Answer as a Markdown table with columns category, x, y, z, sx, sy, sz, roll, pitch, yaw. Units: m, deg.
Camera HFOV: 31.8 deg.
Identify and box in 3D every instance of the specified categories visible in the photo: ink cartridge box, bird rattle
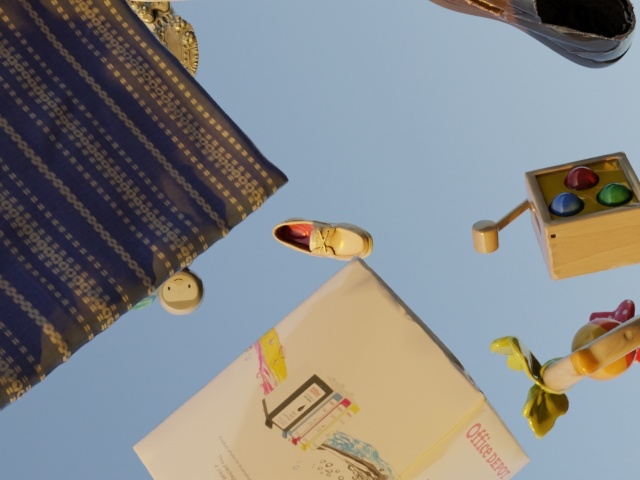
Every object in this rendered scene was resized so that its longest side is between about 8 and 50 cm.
| category | x | y | z | sx | sy | sz | roll | pitch | yaw |
| --- | --- | --- | --- | --- | --- | --- | --- | --- | --- |
| ink cartridge box | 0.015 | 0.168 | 0.887 | 0.233 | 0.168 | 0.171 | -41 | -33 | -2 |
| bird rattle | 0.369 | 0.156 | 1.484 | 0.253 | 0.207 | 0.143 | -16 | -102 | -18 |

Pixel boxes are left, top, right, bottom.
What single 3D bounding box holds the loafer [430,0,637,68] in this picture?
| category | x | y | z | sx | sy | sz | roll | pitch | yaw |
| --- | --- | --- | --- | --- | --- | --- | --- | --- | --- |
| loafer | 0.260 | -0.348 | 1.458 | 0.366 | 0.130 | 0.134 | 22 | -93 | -6 |

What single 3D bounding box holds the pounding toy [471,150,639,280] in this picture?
| category | x | y | z | sx | sy | sz | roll | pitch | yaw |
| --- | --- | --- | --- | --- | --- | --- | --- | --- | --- |
| pounding toy | 0.286 | -0.043 | 1.394 | 0.181 | 0.206 | 0.094 | -94 | -9 | -55 |

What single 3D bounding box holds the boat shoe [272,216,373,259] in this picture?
| category | x | y | z | sx | sy | sz | roll | pitch | yaw |
| --- | --- | --- | --- | --- | --- | --- | --- | --- | --- |
| boat shoe | 0.000 | 0.000 | 1.756 | 0.059 | 0.170 | 0.063 | -12 | -73 | -55 |

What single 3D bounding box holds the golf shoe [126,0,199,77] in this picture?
| category | x | y | z | sx | sy | sz | roll | pitch | yaw |
| --- | --- | --- | --- | --- | --- | --- | --- | --- | --- |
| golf shoe | -0.202 | -0.272 | 1.537 | 0.176 | 0.069 | 0.086 | 64 | -178 | 28 |

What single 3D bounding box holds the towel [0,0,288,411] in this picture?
| category | x | y | z | sx | sy | sz | roll | pitch | yaw |
| --- | --- | --- | --- | --- | --- | --- | --- | --- | --- |
| towel | -0.199 | -0.046 | 0.685 | 0.243 | 0.040 | 0.336 | 48 | -129 | 1 |

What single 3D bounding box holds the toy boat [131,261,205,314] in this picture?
| category | x | y | z | sx | sy | sz | roll | pitch | yaw |
| --- | --- | --- | --- | --- | --- | --- | --- | --- | --- |
| toy boat | -0.294 | 0.057 | 1.656 | 0.267 | 0.318 | 0.148 | -2 | -100 | -48 |
